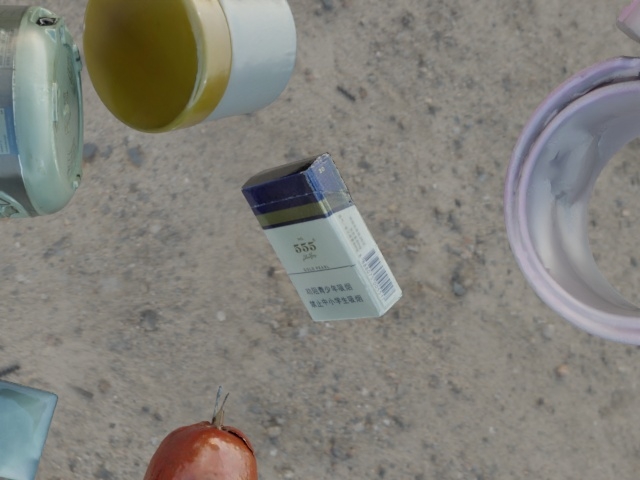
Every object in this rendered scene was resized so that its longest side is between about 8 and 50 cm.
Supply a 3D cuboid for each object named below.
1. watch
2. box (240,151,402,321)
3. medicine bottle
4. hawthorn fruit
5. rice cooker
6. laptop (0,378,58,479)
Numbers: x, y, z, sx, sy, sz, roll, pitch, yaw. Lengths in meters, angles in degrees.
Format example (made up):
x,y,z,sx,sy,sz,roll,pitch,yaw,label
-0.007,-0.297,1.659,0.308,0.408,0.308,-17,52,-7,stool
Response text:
x,y,z,sx,sy,sz,roll,pitch,yaw,label
0.257,-0.024,0.537,0.211,0.248,0.217,7,117,-48,watch
0.000,0.000,1.292,0.071,0.168,0.259,-40,111,-38,box
-0.191,-0.292,1.250,0.232,0.238,0.237,-24,99,-54,medicine bottle
-0.201,0.401,1.453,0.211,0.211,0.299,17,70,-27,hawthorn fruit
-0.453,-0.162,1.063,0.277,0.288,0.288,0,87,-7,rice cooker
-0.604,0.309,1.436,0.269,0.015,0.187,17,106,-12,laptop
